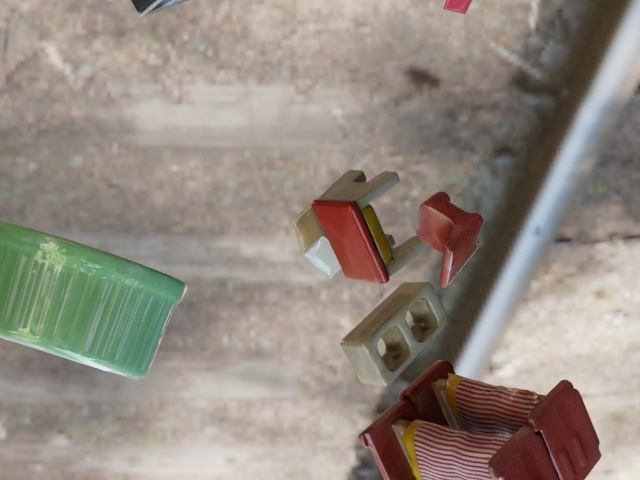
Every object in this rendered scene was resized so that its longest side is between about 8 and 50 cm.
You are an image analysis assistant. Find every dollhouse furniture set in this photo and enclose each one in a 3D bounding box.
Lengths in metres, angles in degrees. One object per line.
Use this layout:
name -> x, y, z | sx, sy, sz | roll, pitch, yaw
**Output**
dollhouse furniture set -> 0.122, 0.120, 1.707 | 0.201, 0.152, 0.374 | 4, 127, 48

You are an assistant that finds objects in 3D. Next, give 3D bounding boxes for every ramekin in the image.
ramekin -> -0.348, 0.085, 2.242 | 0.303, 0.148, 0.303 | 17, 174, 2

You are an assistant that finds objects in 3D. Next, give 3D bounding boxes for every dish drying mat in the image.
dish drying mat -> 0.171, -0.303, 1.891 | 0.032, 0.008, 0.083 | 11, 118, -22

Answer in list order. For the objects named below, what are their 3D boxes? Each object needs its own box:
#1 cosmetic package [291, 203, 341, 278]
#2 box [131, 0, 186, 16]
cosmetic package -> 0.000, 0.000, 2.287 | 0.041, 0.115, 0.060 | -43, 116, 11
box -> 0.001, -0.308, 1.391 | 0.242, 0.076, 0.307 | -28, 180, 44
